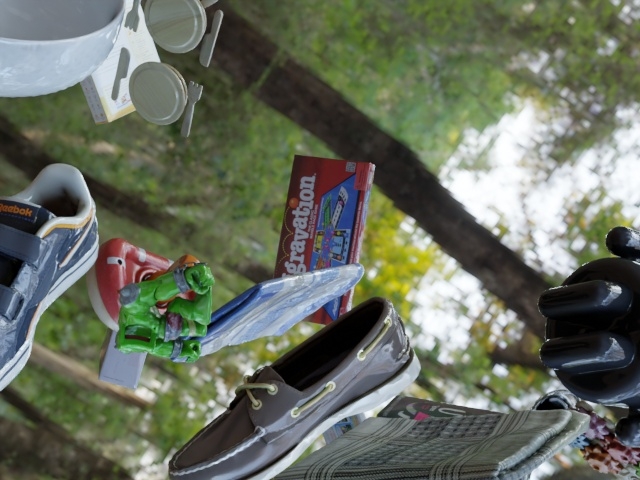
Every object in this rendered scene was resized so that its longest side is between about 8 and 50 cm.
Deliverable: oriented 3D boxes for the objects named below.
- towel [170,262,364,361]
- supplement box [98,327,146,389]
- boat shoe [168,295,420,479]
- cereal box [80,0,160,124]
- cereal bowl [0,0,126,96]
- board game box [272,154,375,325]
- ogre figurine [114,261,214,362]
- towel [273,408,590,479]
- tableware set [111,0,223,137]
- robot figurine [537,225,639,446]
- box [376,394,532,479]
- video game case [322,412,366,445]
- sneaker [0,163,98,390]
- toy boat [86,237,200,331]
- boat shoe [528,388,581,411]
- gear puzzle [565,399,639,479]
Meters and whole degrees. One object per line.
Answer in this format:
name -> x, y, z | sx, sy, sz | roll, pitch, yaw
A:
towel -> -0.075, 0.104, 1.902 | 0.209, 0.034, 0.285 | -35, 166, 29
supplement box -> -0.351, 0.174, 2.344 | 0.239, 0.073, 0.130 | -133, -120, -77
boat shoe -> -0.037, 0.176, 1.437 | 0.324, 0.096, 0.117 | -30, -155, -18
cereal box -> -0.385, -0.355, 2.386 | 0.047, 0.240, 0.173 | -4, -160, 42
cereal bowl -> -0.426, -0.285, 1.649 | 0.339, 0.339, 0.141 | -75, -174, -57
board game box -> 0.000, 0.000, 2.191 | 0.027, 0.145, 0.281 | 15, 83, -65
ogre figurine -> -0.204, 0.098, 1.667 | 0.197, 0.118, 0.096 | 128, -43, -68
towel -> 0.145, 0.260, 1.629 | 0.312, 0.056, 0.324 | -10, 180, 31
tableware set -> -0.195, -0.241, 1.670 | 0.039, 0.128, 0.194 | -42, 156, -55
robot figurine -> 0.373, 0.113, 1.499 | 0.173, 0.278, 0.209 | 42, -66, 46
box -> 0.240, 0.379, 2.301 | 0.165, 0.271, 0.143 | -25, 122, -73
video game case -> 0.053, 0.382, 2.523 | 0.019, 0.157, 0.143 | -23, -176, -37
sneaker -> -0.340, 0.036, 1.361 | 0.321, 0.126, 0.127 | -64, 163, -49
toy boat -> -0.242, 0.069, 1.984 | 0.151, 0.231, 0.151 | -33, -130, 32
boat shoe -> 0.500, 0.376, 2.778 | 0.301, 0.108, 0.102 | -19, 152, -51
gear puzzle -> 0.580, 0.435, 2.425 | 0.044, 0.339, 0.175 | -53, 180, -28
